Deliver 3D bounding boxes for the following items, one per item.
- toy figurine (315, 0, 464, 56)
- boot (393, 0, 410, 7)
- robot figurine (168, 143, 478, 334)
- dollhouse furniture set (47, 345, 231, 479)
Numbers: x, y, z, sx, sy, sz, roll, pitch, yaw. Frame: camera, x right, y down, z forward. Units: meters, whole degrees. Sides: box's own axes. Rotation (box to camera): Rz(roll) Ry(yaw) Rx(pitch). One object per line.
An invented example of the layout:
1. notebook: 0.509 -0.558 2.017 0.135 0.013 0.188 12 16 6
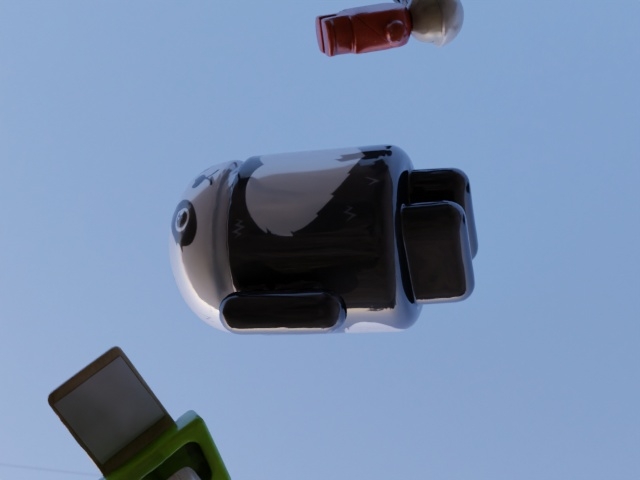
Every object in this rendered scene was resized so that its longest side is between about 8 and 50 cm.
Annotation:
1. toy figurine: 0.059 -0.293 0.817 0.148 0.213 0.209 -13 -113 -10
2. boot: 0.113 -0.321 1.089 0.045 0.099 0.121 -13 -117 -4
3. robot figurine: -0.001 -0.001 0.815 0.278 0.209 0.173 -3 -96 16
4. dollhouse furniture set: -0.132 0.159 0.485 0.198 0.301 0.151 -37 -79 -15
